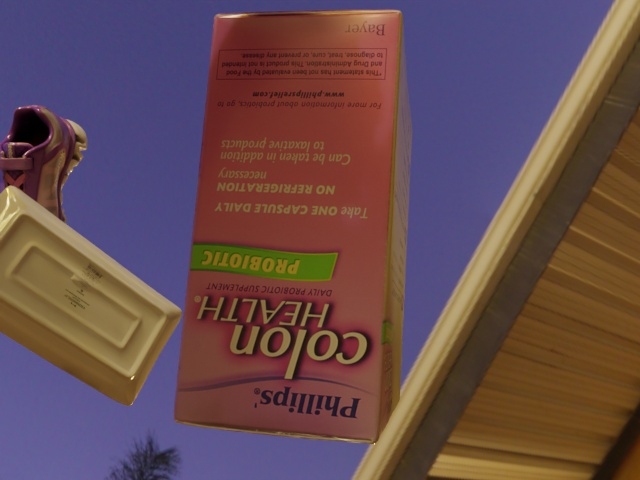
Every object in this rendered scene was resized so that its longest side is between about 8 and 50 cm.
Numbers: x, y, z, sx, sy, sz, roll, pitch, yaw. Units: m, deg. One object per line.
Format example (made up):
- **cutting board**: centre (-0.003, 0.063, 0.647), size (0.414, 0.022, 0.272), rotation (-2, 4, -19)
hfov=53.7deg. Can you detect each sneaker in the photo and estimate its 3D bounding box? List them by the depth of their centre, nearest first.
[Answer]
- **sneaker**: centre (-0.376, -0.073, 0.808), size (0.095, 0.104, 0.237), rotation (4, -111, 4)

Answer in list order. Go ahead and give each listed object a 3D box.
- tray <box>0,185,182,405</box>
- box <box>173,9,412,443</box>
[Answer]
- **tray**: centre (-0.290, 0.070, 0.746), size (0.270, 0.030, 0.145), rotation (43, -125, -28)
- **box**: centre (0.000, 0.000, 0.454), size (0.117, 0.213, 0.243), rotation (2, -98, 10)
